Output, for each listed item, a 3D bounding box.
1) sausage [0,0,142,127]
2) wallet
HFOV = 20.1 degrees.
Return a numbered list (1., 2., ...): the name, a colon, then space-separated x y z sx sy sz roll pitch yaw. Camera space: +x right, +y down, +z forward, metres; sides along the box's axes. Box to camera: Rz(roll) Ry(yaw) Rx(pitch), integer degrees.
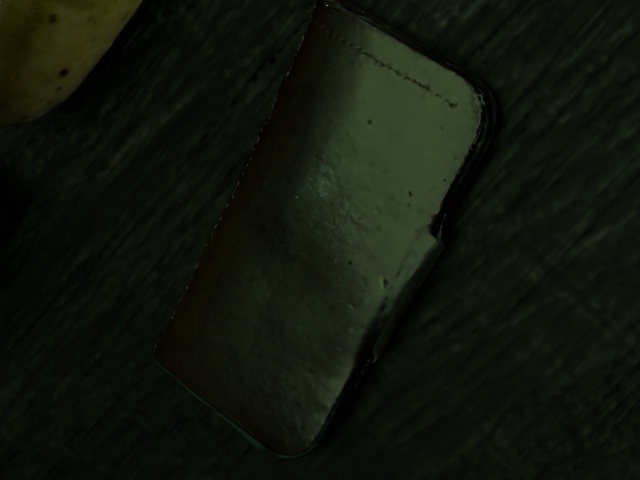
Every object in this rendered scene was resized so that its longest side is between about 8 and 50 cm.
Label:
1. sausage: -0.103 -0.287 1.018 0.136 0.123 0.500 29 108 12
2. wallet: 0.000 0.000 1.039 0.137 0.031 0.255 35 110 21
